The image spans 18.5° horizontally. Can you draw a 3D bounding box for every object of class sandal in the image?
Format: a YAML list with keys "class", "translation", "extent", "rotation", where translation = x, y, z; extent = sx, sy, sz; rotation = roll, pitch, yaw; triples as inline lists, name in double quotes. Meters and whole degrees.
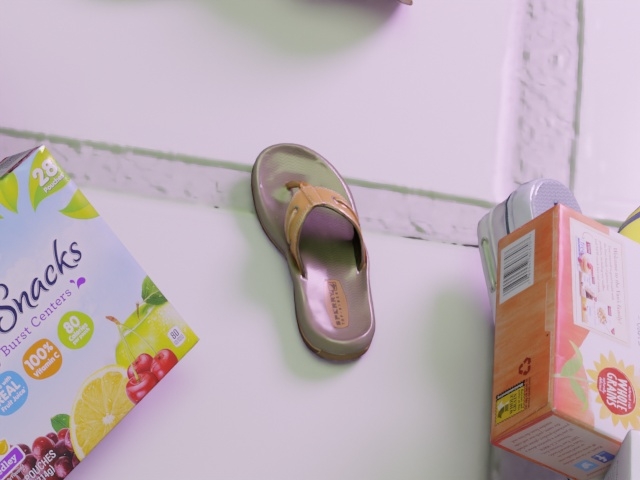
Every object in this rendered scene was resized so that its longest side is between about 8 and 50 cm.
- class: "sandal"
  translation: [0.000, 0.000, 1.402]
  extent: [0.072, 0.049, 0.180]
  rotation: [-9, 59, -12]

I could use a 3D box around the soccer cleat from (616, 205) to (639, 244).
- class: "soccer cleat"
  translation: [0.315, -0.046, 1.426]
  extent: [0.289, 0.121, 0.093]
  rotation: [-33, 66, -25]

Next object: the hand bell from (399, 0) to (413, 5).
- class: "hand bell"
  translation: [-0.056, -0.228, 1.527]
  extent: [0.242, 0.126, 0.126]
  rotation: [-8, 58, 2]

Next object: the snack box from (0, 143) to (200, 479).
- class: "snack box"
  translation: [-0.209, 0.069, 1.273]
  extent: [0.207, 0.070, 0.174]
  rotation: [-45, 107, -30]

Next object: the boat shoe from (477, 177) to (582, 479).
- class: "boat shoe"
  translation: [0.162, 0.072, 1.363]
  extent: [0.083, 0.076, 0.226]
  rotation: [9, 63, -36]

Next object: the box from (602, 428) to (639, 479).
- class: "box"
  translation: [0.235, 0.201, 1.228]
  extent: [0.130, 0.170, 0.091]
  rotation: [8, 57, -3]

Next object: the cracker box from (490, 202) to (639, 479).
- class: "cracker box"
  translation: [0.220, 0.095, 1.297]
  extent: [0.232, 0.067, 0.155]
  rotation: [25, 52, -27]
